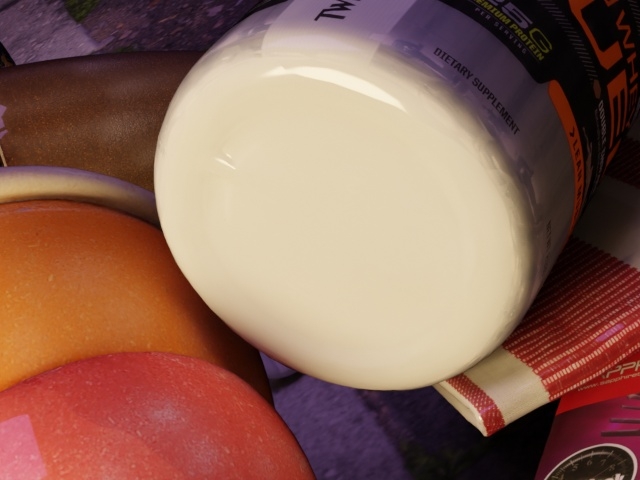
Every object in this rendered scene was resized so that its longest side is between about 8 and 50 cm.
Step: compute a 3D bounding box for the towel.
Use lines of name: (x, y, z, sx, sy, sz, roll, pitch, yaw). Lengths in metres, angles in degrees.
towel: (0.190, -0.011, 0.949, 0.329, 0.037, 0.237, -31, 18, -7)

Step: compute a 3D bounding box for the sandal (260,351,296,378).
sandal: (-0.009, -0.005, 1.290, 0.265, 0.102, 0.076, -60, 9, -28)

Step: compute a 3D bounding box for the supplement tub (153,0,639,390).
supplement tub: (0.068, -0.088, 0.941, 0.207, 0.207, 0.338, -14, 24, 33)

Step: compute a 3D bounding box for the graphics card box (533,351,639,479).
graphics card box: (0.211, 0.130, 0.788, 0.233, 0.094, 0.371, -15, 30, 33)

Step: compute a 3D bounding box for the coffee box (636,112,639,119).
coffee box: (0.311, -0.181, 1.169, 0.297, 0.168, 0.119, -34, 25, -5)

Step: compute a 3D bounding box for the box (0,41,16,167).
box: (-0.321, -0.085, 1.717, 0.044, 0.159, 0.233, -24, 26, 15)

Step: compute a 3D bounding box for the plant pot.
plant pot: (-0.165, -0.082, 1.518, 0.230, 0.215, 0.215, -19, 23, -9)

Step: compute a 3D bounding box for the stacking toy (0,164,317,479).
stacking toy: (-0.084, 0.200, 0.816, 0.350, 0.350, 0.480, -37, 40, -13)
